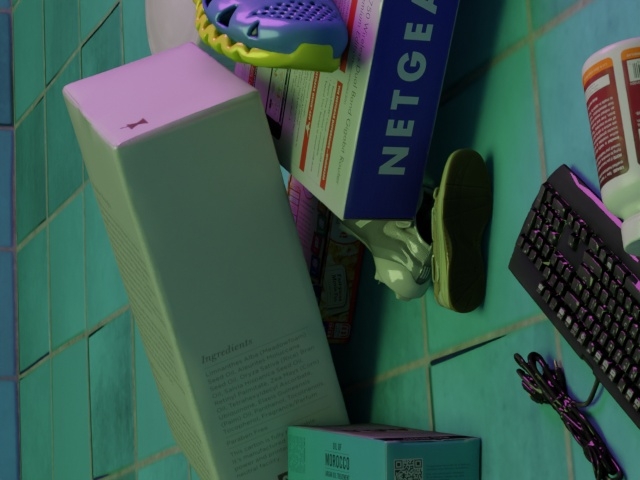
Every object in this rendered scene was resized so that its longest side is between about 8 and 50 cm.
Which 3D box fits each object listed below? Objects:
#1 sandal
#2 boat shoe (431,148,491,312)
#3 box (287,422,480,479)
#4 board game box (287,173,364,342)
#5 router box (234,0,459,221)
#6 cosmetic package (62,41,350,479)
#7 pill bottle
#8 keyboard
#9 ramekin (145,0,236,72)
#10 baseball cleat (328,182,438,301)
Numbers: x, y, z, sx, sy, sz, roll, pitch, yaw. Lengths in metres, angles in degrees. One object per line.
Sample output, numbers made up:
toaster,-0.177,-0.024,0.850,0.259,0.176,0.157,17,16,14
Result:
sandal,-0.060,-0.260,1.645,0.317,0.126,0.138,52,131,50
boat shoe,0.126,-0.010,1.626,0.048,0.056,0.153,13,108,62
box,0.057,0.217,1.710,0.244,0.100,0.060,175,96,-67
board game box,0.000,0.000,1.933,0.147,0.045,0.194,-141,57,-63
router box,0.022,-0.225,1.702,0.301,0.082,0.336,44,129,55
cosmetic package,-0.115,0.044,1.848,0.230,0.161,0.453,-138,29,-61
pill bottle,0.247,-0.069,1.301,0.086,0.086,0.152,139,129,-60
keyboard,0.227,0.090,1.409,0.317,0.033,0.202,-123,41,-55
ramekin,-0.118,-0.327,2.140,0.273,0.127,0.273,-178,90,-68
baseball cleat,0.075,-0.027,1.752,0.109,0.072,0.206,-61,37,22
